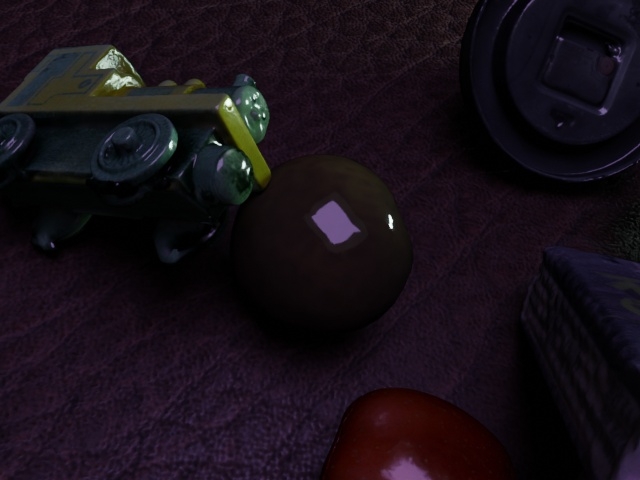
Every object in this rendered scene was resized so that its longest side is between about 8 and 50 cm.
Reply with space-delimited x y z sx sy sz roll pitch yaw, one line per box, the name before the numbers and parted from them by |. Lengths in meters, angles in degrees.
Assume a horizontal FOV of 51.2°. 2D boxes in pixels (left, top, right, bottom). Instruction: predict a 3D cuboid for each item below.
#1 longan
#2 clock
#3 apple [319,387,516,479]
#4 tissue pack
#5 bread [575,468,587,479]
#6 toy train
longan | 0.000 0.000 0.716 0.198 0.198 0.212 11 53 -2
clock | 0.343 -0.238 0.902 0.318 0.066 0.319 -1 99 -8
apple | 0.080 0.218 0.573 0.168 0.181 0.181 14 53 12
tissue pack | 0.353 0.136 0.595 0.288 0.124 0.394 20 16 3
bread | 0.328 0.335 0.533 0.192 0.171 0.314 -2 48 4
toy train | -0.202 -0.106 0.708 0.368 0.150 0.237 6 53 31
